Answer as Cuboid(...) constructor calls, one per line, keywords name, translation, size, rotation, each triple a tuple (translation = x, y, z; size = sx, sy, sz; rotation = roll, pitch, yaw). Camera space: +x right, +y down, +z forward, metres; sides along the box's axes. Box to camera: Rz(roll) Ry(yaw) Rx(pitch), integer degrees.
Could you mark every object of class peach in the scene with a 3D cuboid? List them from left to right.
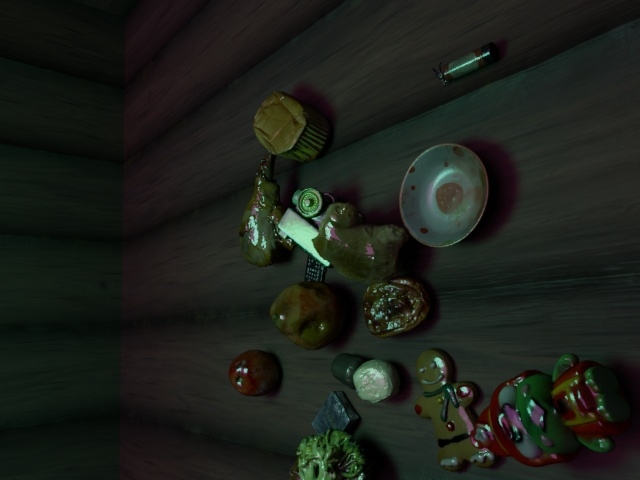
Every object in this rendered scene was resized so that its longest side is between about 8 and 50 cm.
Cuboid(name="peach", translation=(-0.045, 0.231, 1.568), size=(0.214, 0.235, 0.215), rotation=(-1, 89, 58))

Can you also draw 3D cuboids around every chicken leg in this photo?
Cuboid(name="chicken leg", translation=(-0.150, -0.093, 1.756), size=(0.294, 0.181, 0.410), rotation=(14, 105, 36))

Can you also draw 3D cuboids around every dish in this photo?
Cuboid(name="dish", translation=(0.326, -0.109, 1.285), size=(0.260, 0.085, 0.261), rotation=(-8, 79, 47))

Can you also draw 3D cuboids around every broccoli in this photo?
Cuboid(name="broccoli", translation=(0.009, 0.671, 1.427), size=(0.247, 0.245, 0.289), rotation=(20, 116, 26))

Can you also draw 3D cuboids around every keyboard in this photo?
Cuboid(name="keyboard", translation=(0.000, 0.000, 1.699), size=(0.100, 0.018, 0.310), rotation=(16, 98, 50))

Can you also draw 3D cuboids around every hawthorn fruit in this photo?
Cuboid(name="hawthorn fruit", translation=(-0.241, 0.471, 1.811), size=(0.172, 0.172, 0.173), rotation=(-7, 81, 49))

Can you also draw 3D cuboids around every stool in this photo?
Cuboid(name="stool", translation=(0.090, 0.383, 1.499), size=(0.110, 0.096, 0.096), rotation=(8, 92, 53))

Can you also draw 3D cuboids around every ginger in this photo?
Cuboid(name="ginger", translation=(0.102, -0.001, 1.364), size=(0.275, 0.130, 0.222), rotation=(-3, 109, 20))

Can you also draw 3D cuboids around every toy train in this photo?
Cuboid(name="toy train", translation=(0.009, -0.040, 1.551), size=(0.271, 0.159, 0.188), rotation=(39, 104, 21))

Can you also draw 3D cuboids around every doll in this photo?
Cuboid(name="doll", translation=(0.445, 0.363, 1.040), size=(0.363, 0.160, 0.183), rotation=(-42, 55, 41))

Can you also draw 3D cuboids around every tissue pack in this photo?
Cuboid(name="tissue pack", translation=(0.044, 0.555, 1.564), size=(0.112, 0.051, 0.156), rotation=(50, 123, 40))

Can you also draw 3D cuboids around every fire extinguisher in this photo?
Cuboid(name="fire extinguisher", translation=(0.365, -0.451, 1.301), size=(0.177, 0.050, 0.062), rotation=(-12, 96, 48))

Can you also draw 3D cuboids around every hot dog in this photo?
Cuboid(name="hot dog", translation=(0.197, 0.185, 1.396), size=(0.226, 0.099, 0.161), rotation=(-36, 59, 44))

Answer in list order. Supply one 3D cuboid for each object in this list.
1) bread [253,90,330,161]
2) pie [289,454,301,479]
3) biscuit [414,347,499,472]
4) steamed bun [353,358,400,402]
Cuboid(name="bread", translation=(-0.095, -0.379, 1.749), size=(0.288, 0.156, 0.204), rotation=(39, 101, 43))
Cuboid(name="pie", translation=(-0.029, 0.780, 1.629), size=(0.195, 0.046, 0.196), rotation=(-5, 83, 48))
Cuboid(name="biscuit", translation=(0.315, 0.419, 1.271), size=(0.196, 0.049, 0.302), rotation=(-36, 59, 39))
Cuboid(name="steamed bun", translation=(0.162, 0.387, 1.412), size=(0.129, 0.090, 0.113), rotation=(-25, 77, 31))
